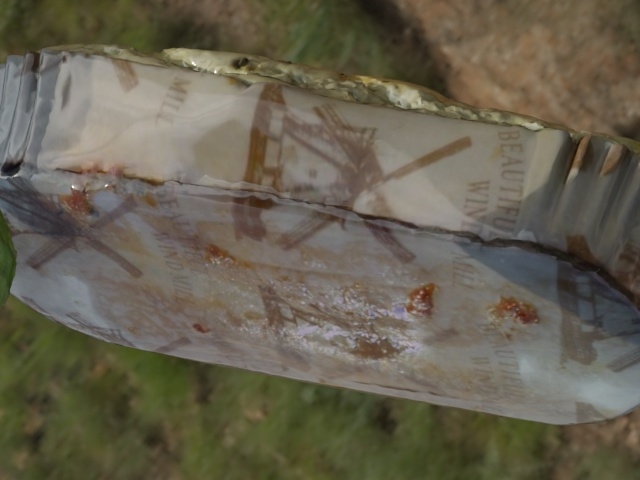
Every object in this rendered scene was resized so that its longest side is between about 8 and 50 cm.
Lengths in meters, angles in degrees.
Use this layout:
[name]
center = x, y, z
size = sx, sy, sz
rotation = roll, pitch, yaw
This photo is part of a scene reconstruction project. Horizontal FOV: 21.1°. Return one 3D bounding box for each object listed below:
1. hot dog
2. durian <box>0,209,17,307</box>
[hot dog]
center = 0.000, 0.000, 0.583
size = 0.268, 0.075, 0.144
rotation = 11, 146, 17
[durian]
center = -0.154, 0.008, 0.340
size = 0.139, 0.250, 0.101
rotation = 26, 112, 19
